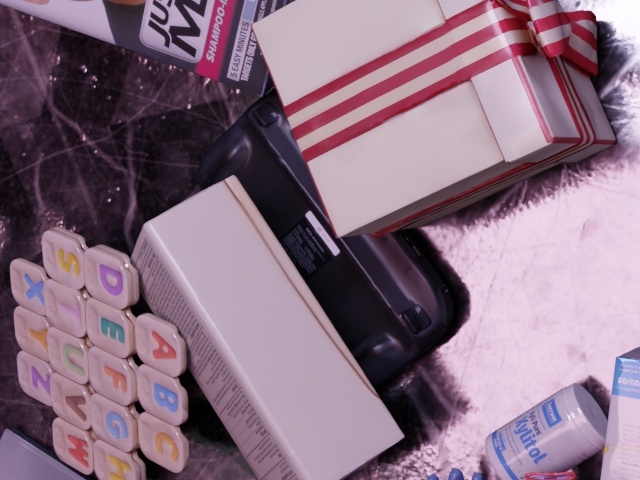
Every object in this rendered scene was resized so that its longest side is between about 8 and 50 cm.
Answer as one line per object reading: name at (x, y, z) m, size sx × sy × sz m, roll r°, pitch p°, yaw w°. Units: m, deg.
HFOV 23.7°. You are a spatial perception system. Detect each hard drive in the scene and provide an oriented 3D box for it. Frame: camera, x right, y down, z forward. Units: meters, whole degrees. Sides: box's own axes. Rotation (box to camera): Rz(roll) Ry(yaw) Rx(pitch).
hard drive at (-0.318, 0.286, 1.730) m, size 0.135 × 0.022 × 0.094 m, roll 28°, pitch 101°, yaw 20°

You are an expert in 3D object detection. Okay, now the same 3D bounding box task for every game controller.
game controller at (0.000, 0.000, 1.578) m, size 0.166 × 0.067 × 0.319 m, roll -44°, pitch 74°, yaw 33°

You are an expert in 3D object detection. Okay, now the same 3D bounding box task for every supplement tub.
supplement tub at (0.220, 0.193, 1.474) m, size 0.107 × 0.071 × 0.071 m, roll -37°, pitch 77°, yaw 20°

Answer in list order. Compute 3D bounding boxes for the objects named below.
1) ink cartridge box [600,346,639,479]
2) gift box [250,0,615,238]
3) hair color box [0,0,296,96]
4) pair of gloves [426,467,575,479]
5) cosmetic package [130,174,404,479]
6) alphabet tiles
ink cartridge box at (0.302, 0.196, 1.420) m, size 0.061 × 0.104 × 0.181 m, roll 8°, pitch 94°, yaw 23°
gift box at (0.112, -0.170, 1.414) m, size 0.258 × 0.255 × 0.276 m, roll -24°, pitch 88°, yaw 24°
hair color box at (-0.194, -0.303, 1.548) m, size 0.374 × 0.113 × 0.185 m, roll 21°, pitch 119°, yaw 9°
pair of gloves at (0.194, 0.281, 1.474) m, size 0.198 × 0.023 × 0.159 m, roll -7°, pitch 122°, yaw 21°
cosmetic package at (-0.061, 0.109, 1.522) m, size 0.113 × 0.160 × 0.309 m, roll -31°, pitch 82°, yaw -21°
alphabet tiles at (-0.243, 0.132, 1.627) m, size 0.278 × 0.021 × 0.284 m, roll 20°, pitch 120°, yaw 37°
